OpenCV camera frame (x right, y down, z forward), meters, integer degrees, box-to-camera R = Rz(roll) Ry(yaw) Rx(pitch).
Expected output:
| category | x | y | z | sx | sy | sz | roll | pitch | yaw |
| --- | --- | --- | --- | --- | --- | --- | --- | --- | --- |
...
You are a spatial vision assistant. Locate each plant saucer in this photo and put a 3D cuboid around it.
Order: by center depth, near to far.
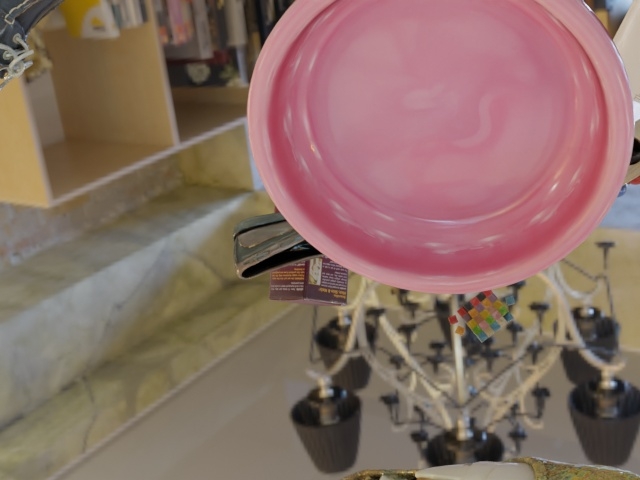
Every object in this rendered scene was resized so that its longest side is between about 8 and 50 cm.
| category | x | y | z | sx | sy | sz | roll | pitch | yaw |
| --- | --- | --- | --- | --- | --- | --- | --- | --- | --- |
| plant saucer | 0.104 | -0.106 | 0.863 | 0.332 | 0.332 | 0.084 | -2 | -148 | 14 |

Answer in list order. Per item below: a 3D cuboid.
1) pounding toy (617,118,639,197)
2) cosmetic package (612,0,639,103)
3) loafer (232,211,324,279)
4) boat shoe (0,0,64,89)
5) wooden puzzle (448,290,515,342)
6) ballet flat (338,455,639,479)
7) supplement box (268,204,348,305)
| category | x | y | z | sx | sy | sz | roll | pitch | yaw |
| --- | --- | --- | --- | --- | --- | --- | --- | --- | --- |
| pounding toy | 0.492 | -0.117 | 1.661 | 0.206 | 0.094 | 0.181 | -32 | 171 | 0 |
| cosmetic package | 0.400 | -0.250 | 1.107 | 0.099 | 0.239 | 0.060 | 33 | -114 | 13 |
| loafer | 0.000 | 0.000 | 1.379 | 0.268 | 0.096 | 0.084 | -13 | -128 | 18 |
| boat shoe | -0.299 | -0.168 | 0.843 | 0.255 | 0.079 | 0.095 | -32 | -177 | -4 |
| wooden puzzle | 0.199 | 0.090 | 1.174 | 0.083 | 0.049 | 0.006 | -37 | 162 | -2 |
| ballet flat | 0.082 | 0.197 | 0.646 | 0.123 | 0.123 | 0.348 | -19 | 172 | -27 |
| supplement box | -0.014 | 0.006 | 1.524 | 0.081 | 0.188 | 0.104 | -2 | 171 | 40 |
